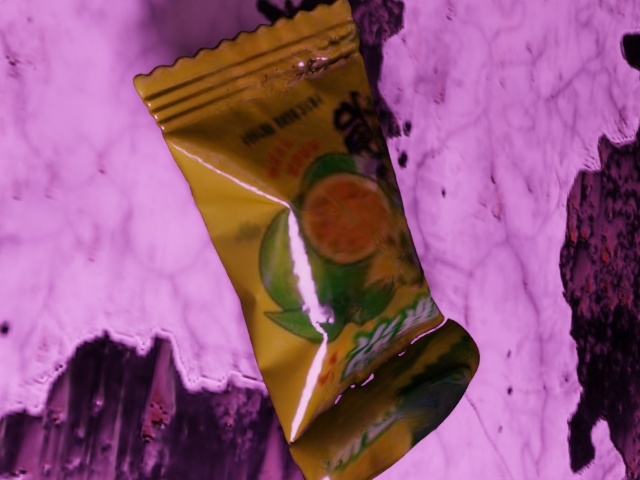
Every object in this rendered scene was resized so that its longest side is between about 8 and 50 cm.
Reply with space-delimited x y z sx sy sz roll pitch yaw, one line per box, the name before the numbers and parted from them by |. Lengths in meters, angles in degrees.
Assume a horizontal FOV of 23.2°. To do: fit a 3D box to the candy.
candy | 0.000 0.000 0.833 0.149 0.069 0.246 -34 114 -37
